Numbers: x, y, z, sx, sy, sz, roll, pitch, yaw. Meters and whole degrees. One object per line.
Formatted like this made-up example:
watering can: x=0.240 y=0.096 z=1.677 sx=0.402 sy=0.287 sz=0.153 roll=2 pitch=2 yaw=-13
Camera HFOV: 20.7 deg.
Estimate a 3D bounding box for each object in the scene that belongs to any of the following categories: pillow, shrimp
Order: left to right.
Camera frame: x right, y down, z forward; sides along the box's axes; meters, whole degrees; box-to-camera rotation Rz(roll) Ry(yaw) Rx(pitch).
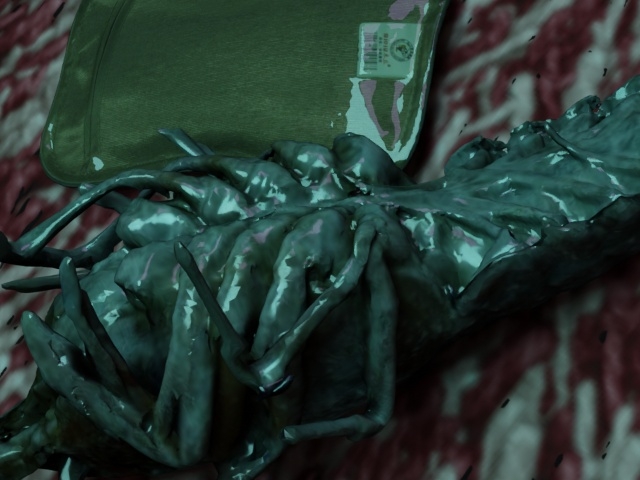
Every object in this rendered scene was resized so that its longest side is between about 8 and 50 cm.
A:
pillow: x=-0.040 y=-0.085 z=0.840 sx=0.217 sy=0.033 sz=0.130 roll=0 pitch=67 yaw=31
shrimp: x=-0.001 y=0.004 z=0.705 sx=0.410 sy=0.166 sz=0.221 roll=-17 pitch=32 yaw=8
